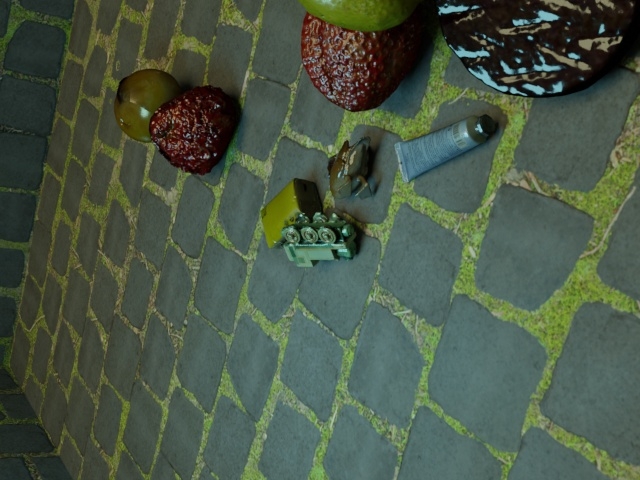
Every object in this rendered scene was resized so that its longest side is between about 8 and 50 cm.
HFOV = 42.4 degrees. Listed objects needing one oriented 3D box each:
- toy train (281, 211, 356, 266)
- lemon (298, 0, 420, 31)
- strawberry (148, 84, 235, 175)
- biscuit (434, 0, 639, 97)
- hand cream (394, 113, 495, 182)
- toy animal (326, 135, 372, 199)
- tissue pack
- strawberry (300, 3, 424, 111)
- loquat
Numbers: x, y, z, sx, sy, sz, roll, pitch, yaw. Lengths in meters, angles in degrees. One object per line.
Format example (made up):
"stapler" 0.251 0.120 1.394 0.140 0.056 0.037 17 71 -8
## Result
"toy train" 0.000 0.000 1.947 0.194 0.081 0.125 0 126 34
"lemon" 0.070 -0.516 1.525 0.260 0.284 0.260 -46 11 12
"strawberry" -0.380 -0.325 2.394 0.274 0.220 0.274 -11 77 56
"biscuit" 0.381 -0.450 1.428 0.407 0.091 0.407 20 121 39
"hand cream" 0.248 -0.198 1.699 0.271 0.058 0.091 -21 82 54
"toy animal" 0.066 -0.181 1.916 0.188 0.089 0.179 -66 29 30
"tissue pack" -0.076 -0.065 2.081 0.169 0.082 0.120 -40 55 43
"strawberry" 0.096 -0.423 1.776 0.250 0.238 0.288 6 100 57
"loquat" -0.537 -0.427 2.601 0.235 0.235 0.235 -7 81 52
